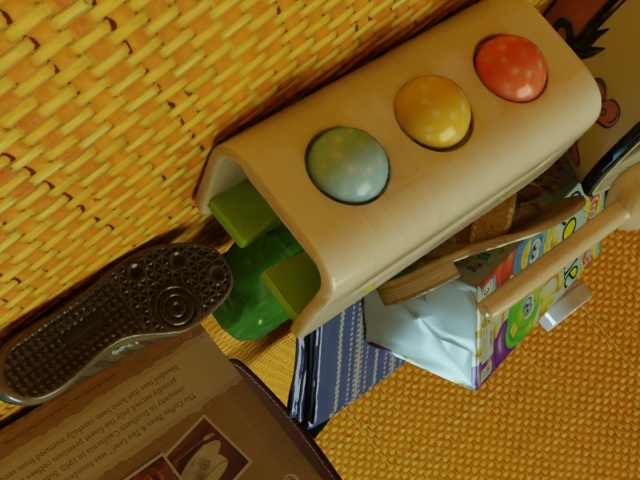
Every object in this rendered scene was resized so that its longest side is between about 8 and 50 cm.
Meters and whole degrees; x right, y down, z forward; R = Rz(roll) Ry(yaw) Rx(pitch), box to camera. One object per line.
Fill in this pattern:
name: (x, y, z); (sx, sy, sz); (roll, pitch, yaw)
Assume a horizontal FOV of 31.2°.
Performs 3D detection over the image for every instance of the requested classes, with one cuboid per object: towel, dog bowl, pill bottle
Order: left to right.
towel: (0.080, 0.041, 1.277); (0.336, 0.040, 0.243); (-28, 130, -47)
pill bottle: (0.315, 0.026, 1.768); (0.124, 0.221, 0.124); (-37, 169, -8)
dog bowl: (0.368, -0.227, 1.094); (0.408, 0.150, 0.408); (-37, 168, -9)

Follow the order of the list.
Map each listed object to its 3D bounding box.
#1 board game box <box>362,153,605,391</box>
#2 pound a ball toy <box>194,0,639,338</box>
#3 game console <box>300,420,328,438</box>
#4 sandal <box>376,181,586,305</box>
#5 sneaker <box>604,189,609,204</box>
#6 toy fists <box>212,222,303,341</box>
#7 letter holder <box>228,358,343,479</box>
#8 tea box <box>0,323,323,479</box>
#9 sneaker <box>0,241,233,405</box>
board game box: (0.181, 0.008, 1.236); (0.275, 0.144, 0.142); (-40, 138, -37)
pound a ball toy: (0.104, -0.047, 0.808); (0.319, 0.208, 0.136); (-32, 167, -29)
game console: (0.081, 0.119, 1.490); (0.173, 0.250, 0.293); (7, 160, -5)
sandal: (0.145, -0.025, 1.072); (0.240, 0.079, 0.088); (-27, -174, -23)
sneaker: (0.323, -0.099, 1.369); (0.097, 0.276, 0.135); (39, 74, -39)
toy fists: (0.000, 0.000, 0.974); (0.142, 0.096, 0.279); (-35, 172, 14)
letter holder: (-0.056, 0.308, 1.499); (0.214, 0.302, 0.152); (-43, 168, 21)
tea box: (-0.221, 0.288, 1.091); (0.329, 0.220, 0.323); (-32, 168, -36)
sneaker: (-0.153, 0.056, 0.822); (0.188, 0.066, 0.071); (-27, -178, -28)
